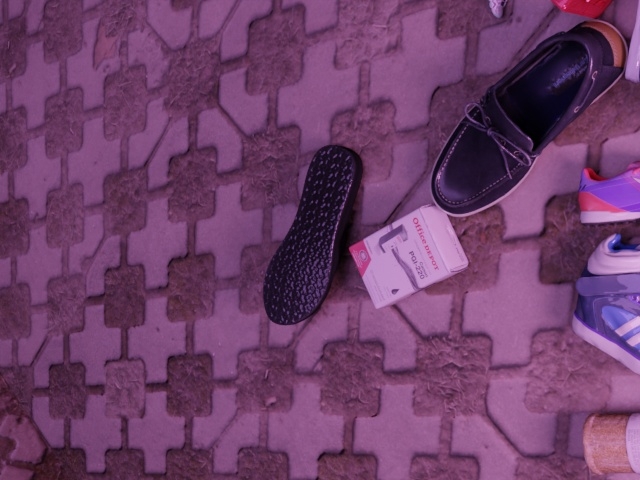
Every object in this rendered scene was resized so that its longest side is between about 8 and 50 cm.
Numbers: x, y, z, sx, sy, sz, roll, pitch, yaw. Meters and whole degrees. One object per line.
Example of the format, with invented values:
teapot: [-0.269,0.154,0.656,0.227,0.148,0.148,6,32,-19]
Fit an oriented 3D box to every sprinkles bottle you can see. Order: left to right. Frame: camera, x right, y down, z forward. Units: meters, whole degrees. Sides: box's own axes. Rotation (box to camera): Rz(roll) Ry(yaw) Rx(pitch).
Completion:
sprinkles bottle: [0.666,0.370,1.683,0.355,0.121,0.121,-11,91,38]

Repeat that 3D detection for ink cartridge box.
ink cartridge box: [0.191,0.035,2.006,0.218,0.092,0.158,-30,80,35]

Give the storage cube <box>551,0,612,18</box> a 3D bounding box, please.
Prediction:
storage cube: [0.466,-0.535,1.643,0.215,0.184,0.193,50,121,21]

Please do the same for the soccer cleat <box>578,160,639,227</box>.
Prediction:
soccer cleat: [0.616,-0.095,1.657,0.318,0.108,0.116,-7,89,40]

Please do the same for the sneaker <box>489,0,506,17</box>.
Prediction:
sneaker: [0.368,-0.493,1.814,0.069,0.038,0.098,-3,96,38]

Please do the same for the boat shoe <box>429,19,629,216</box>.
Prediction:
boat shoe: [0.373,-0.228,1.785,0.500,0.156,0.187,-45,73,35]

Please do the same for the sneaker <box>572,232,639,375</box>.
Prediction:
sneaker: [0.621,0.118,1.669,0.323,0.130,0.236,30,119,36]

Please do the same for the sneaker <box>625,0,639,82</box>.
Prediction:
sneaker: [0.609,-0.404,1.627,0.091,0.094,0.258,13,114,23]

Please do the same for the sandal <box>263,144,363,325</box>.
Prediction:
sandal: [0.002,0.000,2.149,0.167,0.107,0.446,28,101,32]
